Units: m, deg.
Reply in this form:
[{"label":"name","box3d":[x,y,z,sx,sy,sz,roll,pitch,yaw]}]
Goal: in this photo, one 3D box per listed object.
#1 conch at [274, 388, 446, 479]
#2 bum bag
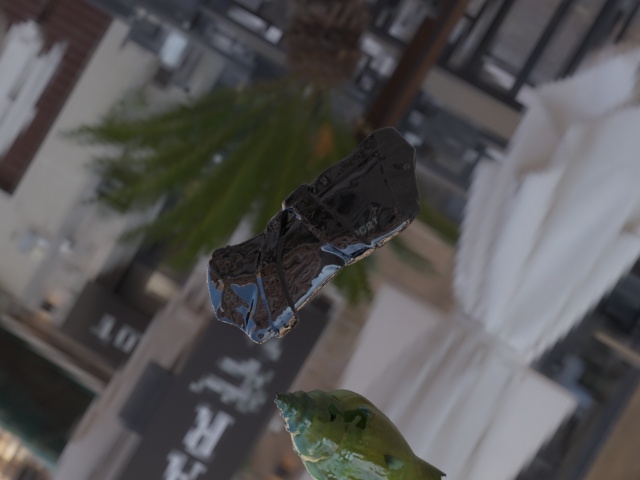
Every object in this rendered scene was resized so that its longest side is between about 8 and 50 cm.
[{"label":"conch","box3d":[0.029,0.201,1.746,0.201,0.095,0.079,44,169,-14]},{"label":"bum bag","box3d":[0.000,0.000,1.307,0.049,0.197,0.087,32,-155,-47]}]
